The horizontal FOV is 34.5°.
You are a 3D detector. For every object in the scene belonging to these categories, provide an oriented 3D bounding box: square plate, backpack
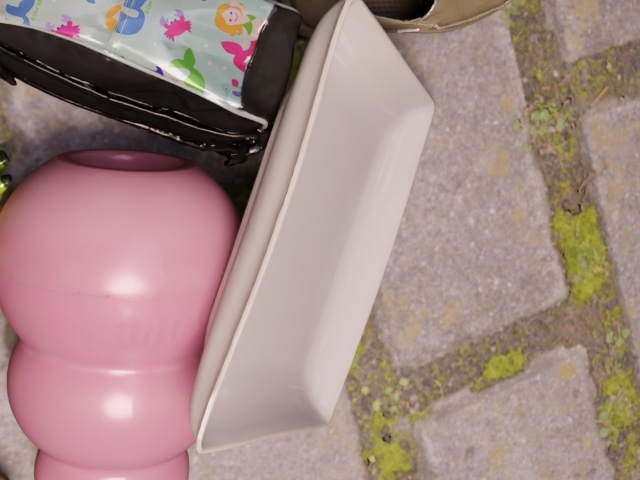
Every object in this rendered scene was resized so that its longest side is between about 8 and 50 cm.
[{"bbox_3d":[0.000,0.000,0.882,0.049,0.347,0.344,19,89,18],"label":"square plate"},{"bbox_3d":[-0.153,-0.180,0.813,0.253,0.225,0.191,13,88,-14],"label":"backpack"}]

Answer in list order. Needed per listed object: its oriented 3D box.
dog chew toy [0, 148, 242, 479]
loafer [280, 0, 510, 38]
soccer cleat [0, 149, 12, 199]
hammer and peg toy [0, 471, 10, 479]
[{"bbox_3d":[-0.168,0.096,0.856,0.207,0.206,0.332,0,103,-23],"label":"dog chew toy"},{"bbox_3d":[0.097,-0.243,0.980,0.268,0.092,0.102,-18,103,-20],"label":"loafer"},{"bbox_3d":[-0.306,-0.007,0.759,0.121,0.289,0.093,-31,123,15],"label":"soccer cleat"},{"bbox_3d":[-0.410,0.279,0.755,0.361,0.127,0.266,-44,154,-12],"label":"hammer and peg toy"}]
